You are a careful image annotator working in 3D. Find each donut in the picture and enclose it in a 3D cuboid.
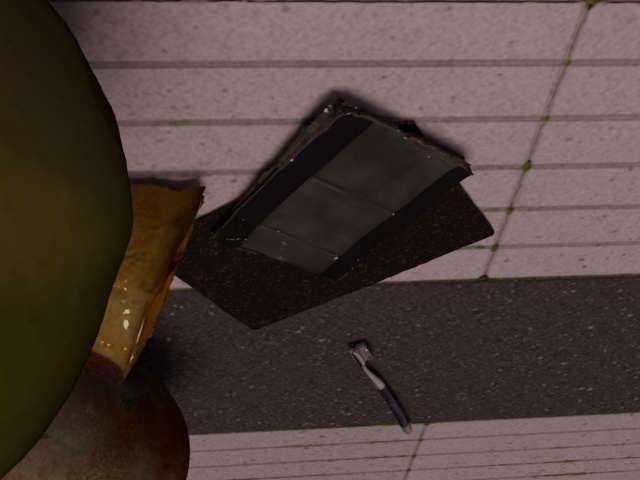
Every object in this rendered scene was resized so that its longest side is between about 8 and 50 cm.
[{"bbox_3d":[-0.220,0.068,0.812,0.112,0.151,0.295,23,137,-5],"label":"donut"}]

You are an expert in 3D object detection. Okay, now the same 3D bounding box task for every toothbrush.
[{"bbox_3d":[0.094,0.218,1.149,0.026,0.024,0.288,-26,139,3],"label":"toothbrush"}]

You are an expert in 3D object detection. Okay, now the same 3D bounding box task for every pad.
[{"bbox_3d":[0.018,-0.039,0.796,0.174,0.022,0.233,19,138,-30],"label":"pad"},{"bbox_3d":[0.000,0.000,0.864,0.330,0.004,0.220,-23,140,21],"label":"pad"}]

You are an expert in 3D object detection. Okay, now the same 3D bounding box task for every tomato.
[{"bbox_3d":[-0.278,0.251,0.944,0.270,0.270,0.222,23,119,-32],"label":"tomato"}]

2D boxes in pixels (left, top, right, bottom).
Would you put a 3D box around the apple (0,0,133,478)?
[{"bbox_3d":[-0.343,-0.014,0.447,0.474,0.473,0.473,-4,143,-3],"label":"apple"}]
